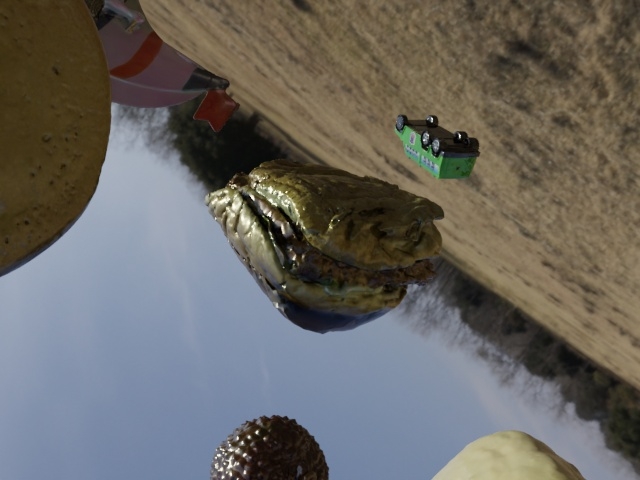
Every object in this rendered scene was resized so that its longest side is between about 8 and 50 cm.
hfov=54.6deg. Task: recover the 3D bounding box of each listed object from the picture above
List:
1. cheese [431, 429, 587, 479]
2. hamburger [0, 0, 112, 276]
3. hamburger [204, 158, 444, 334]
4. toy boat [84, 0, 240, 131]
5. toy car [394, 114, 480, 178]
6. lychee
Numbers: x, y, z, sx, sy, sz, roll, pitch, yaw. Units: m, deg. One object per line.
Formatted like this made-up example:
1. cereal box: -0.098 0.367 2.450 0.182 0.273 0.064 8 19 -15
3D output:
1. cheese: 0.140 0.240 0.447 0.251 0.173 0.248 37 -178 -32
2. hamburger: -0.201 -0.063 0.291 0.122 0.215 0.189 -4 121 57
3. hamburger: 0.000 0.000 0.576 0.183 0.130 0.206 3 -160 -35
4. toy boat: -0.249 -0.209 0.653 0.318 0.219 0.072 50 144 -13
5. toy car: 0.173 -0.147 0.953 0.071 0.062 0.165 -3 -152 -22
6. lychee: -0.107 0.468 1.233 0.271 0.236 0.236 -16 145 37
